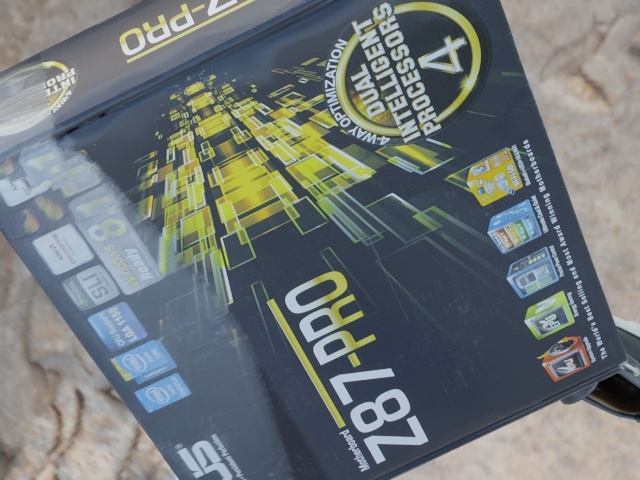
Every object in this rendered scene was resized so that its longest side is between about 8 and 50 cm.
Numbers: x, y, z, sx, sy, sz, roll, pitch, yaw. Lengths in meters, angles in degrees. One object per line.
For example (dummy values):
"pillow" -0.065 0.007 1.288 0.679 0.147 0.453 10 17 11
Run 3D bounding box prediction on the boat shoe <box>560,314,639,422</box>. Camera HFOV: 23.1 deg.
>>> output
"boat shoe" 0.210 0.097 1.336 0.084 0.233 0.079 -18 60 46

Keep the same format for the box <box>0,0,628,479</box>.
"box" 0.000 0.000 1.010 0.318 0.395 0.097 -24 41 3

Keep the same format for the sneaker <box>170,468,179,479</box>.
"sneaker" -0.052 0.141 1.328 0.150 0.135 0.366 -4 61 -1
